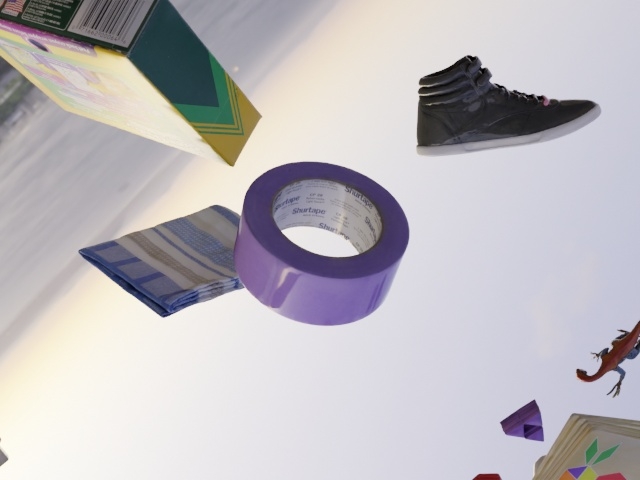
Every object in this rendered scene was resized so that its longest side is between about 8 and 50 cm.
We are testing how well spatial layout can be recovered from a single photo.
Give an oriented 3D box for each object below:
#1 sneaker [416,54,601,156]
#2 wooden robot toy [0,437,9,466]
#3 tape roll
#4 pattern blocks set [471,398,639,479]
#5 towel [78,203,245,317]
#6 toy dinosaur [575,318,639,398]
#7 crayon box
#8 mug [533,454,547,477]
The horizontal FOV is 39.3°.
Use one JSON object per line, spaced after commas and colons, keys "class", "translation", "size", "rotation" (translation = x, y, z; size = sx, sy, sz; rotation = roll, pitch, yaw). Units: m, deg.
{"class": "sneaker", "translation": [0.287, -0.226, 1.413], "size": [0.296, 0.146, 0.104], "rotation": [-9, -164, 9]}
{"class": "wooden robot toy", "translation": [-0.282, 0.159, 0.540], "size": [0.173, 0.079, 0.076], "rotation": [-36, -174, -4]}
{"class": "tape roll", "translation": [0.000, 0.000, 1.012], "size": [0.189, 0.189, 0.080], "rotation": [-56, 168, -46]}
{"class": "pattern blocks set", "translation": [0.307, 0.244, 0.928], "size": [0.285, 0.325, 0.026], "rotation": [-55, -155, 27]}
{"class": "towel", "translation": [-0.193, 0.021, 1.373], "size": [0.285, 0.209, 0.034], "rotation": [-21, 132, -45]}
{"class": "toy dinosaur", "translation": [0.300, 0.116, 0.927], "size": [0.082, 0.047, 0.090], "rotation": [-24, 133, -37]}
{"class": "crayon box", "translation": [-0.308, -0.260, 1.296], "size": [0.106, 0.363, 0.313], "rotation": [-64, 153, -11]}
{"class": "mug", "translation": [0.339, 0.356, 1.326], "size": [0.078, 0.062, 0.064], "rotation": [106, -12, -54]}
